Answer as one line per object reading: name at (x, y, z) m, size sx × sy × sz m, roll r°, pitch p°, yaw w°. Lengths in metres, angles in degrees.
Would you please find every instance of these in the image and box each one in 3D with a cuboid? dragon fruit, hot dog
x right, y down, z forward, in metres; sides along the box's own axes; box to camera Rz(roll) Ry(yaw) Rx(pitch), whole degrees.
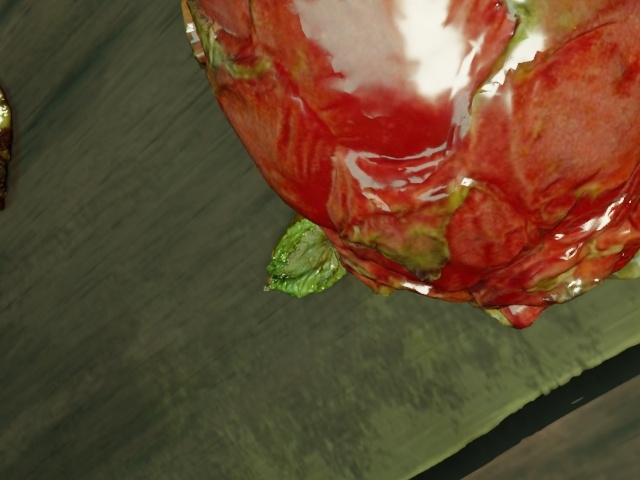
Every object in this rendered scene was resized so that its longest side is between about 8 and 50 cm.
dragon fruit at (0.068, -0.122, 0.933) m, size 0.277 × 0.277 × 0.342 m, roll -26°, pitch 92°, yaw 48°
hot dog at (0.000, 0.000, 1.218) m, size 0.056 × 0.041 × 0.133 m, roll 57°, pitch 137°, yaw 12°

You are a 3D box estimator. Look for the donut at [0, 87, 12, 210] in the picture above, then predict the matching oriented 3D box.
donut at (-0.298, -0.081, 1.477) m, size 0.140 × 0.059 × 0.140 m, roll 20°, pitch 119°, yaw 42°
